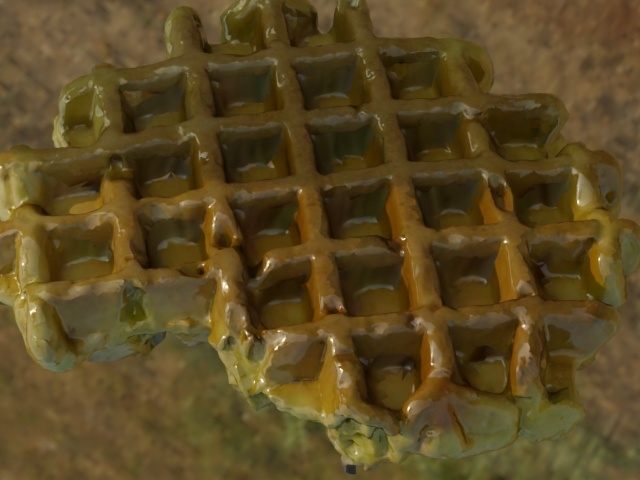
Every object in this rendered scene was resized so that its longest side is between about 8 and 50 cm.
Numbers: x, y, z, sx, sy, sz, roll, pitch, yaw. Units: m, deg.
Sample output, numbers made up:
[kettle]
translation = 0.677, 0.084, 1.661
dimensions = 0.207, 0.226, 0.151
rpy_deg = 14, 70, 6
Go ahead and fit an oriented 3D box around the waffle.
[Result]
[waffle]
translation = 0.000, -0.001, 0.801
dimensions = 0.253, 0.249, 0.056
rpy_deg = 42, 151, 25
